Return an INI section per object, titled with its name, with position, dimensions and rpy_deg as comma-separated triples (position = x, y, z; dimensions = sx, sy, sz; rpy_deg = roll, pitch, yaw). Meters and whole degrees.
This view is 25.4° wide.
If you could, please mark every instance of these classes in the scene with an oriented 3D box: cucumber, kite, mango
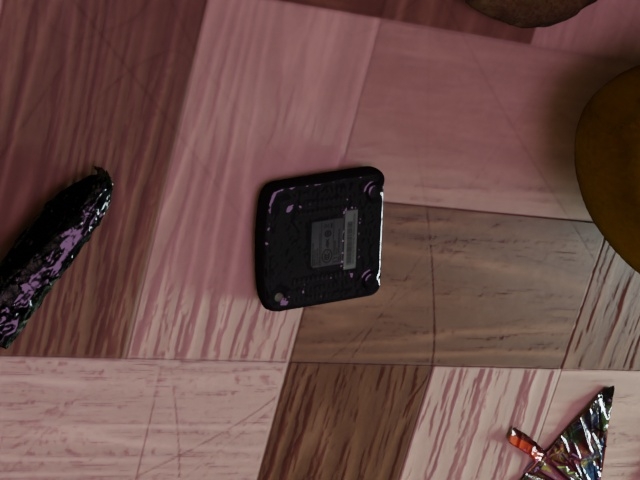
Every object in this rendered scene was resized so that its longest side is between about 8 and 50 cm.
[cucumber]
position = -0.228, 0.016, 1.148
dimensions = 0.053, 0.053, 0.181
rpy_deg = 38, 88, -36
[kite]
position = 0.255, 0.255, 1.557
dimensions = 0.232, 0.009, 0.189
rpy_deg = -49, 127, -1
[mango]
position = 0.440, -0.065, 1.385
dimensions = 0.445, 0.220, 0.301
rpy_deg = 13, 108, -30

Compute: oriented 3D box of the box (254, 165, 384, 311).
[box]
position = 0.000, 0.000, 1.281
dimensions = 0.125, 0.027, 0.126
rpy_deg = -10, 117, -25

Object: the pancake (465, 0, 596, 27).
[pancake]
position = 0.209, -0.328, 1.241
dimensions = 0.288, 0.033, 0.286
rpy_deg = -47, 126, -3
